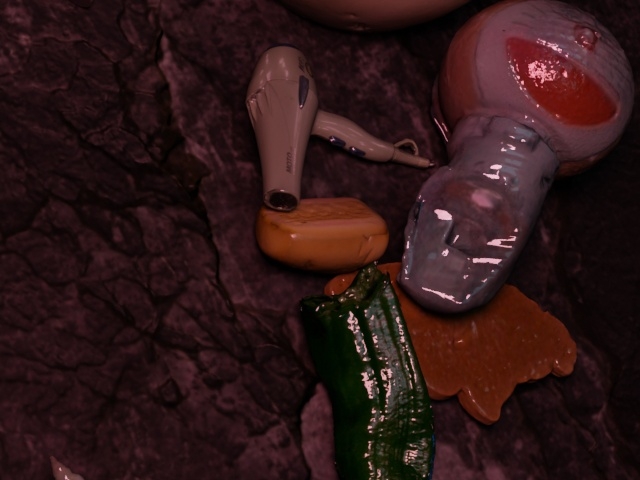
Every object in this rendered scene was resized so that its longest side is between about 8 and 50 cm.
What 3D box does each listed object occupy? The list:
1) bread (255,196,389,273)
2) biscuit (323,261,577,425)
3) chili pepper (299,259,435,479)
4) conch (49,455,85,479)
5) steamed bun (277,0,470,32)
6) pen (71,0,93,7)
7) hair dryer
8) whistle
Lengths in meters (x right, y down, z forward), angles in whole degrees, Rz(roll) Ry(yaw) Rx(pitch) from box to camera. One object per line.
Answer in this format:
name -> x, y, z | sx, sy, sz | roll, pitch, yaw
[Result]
bread -> 0.000, 0.000, 1.528 | 0.115, 0.082, 0.056 | -6, 116, -28
biscuit -> 0.116, 0.077, 1.577 | 0.250, 0.035, 0.162 | 18, 58, -21
chili pepper -> 0.043, 0.130, 1.497 | 0.098, 0.061, 0.224 | -9, 79, 1
conch -> -0.158, 0.240, 1.373 | 0.065, 0.088, 0.180 | -30, 95, 12
steamed bun -> 0.054, -0.353, 1.599 | 0.324, 0.206, 0.324 | 10, 67, -24
pen -> -0.184, -0.295, 1.563 | 0.025, 0.025, 0.204 | 24, 63, -18
hair dryer -> 0.012, -0.067, 1.557 | 0.199, 0.067, 0.167 | 35, 45, -20
whistle -> 0.174, -0.089, 1.584 | 0.189, 0.189, 0.348 | 34, 62, -13
